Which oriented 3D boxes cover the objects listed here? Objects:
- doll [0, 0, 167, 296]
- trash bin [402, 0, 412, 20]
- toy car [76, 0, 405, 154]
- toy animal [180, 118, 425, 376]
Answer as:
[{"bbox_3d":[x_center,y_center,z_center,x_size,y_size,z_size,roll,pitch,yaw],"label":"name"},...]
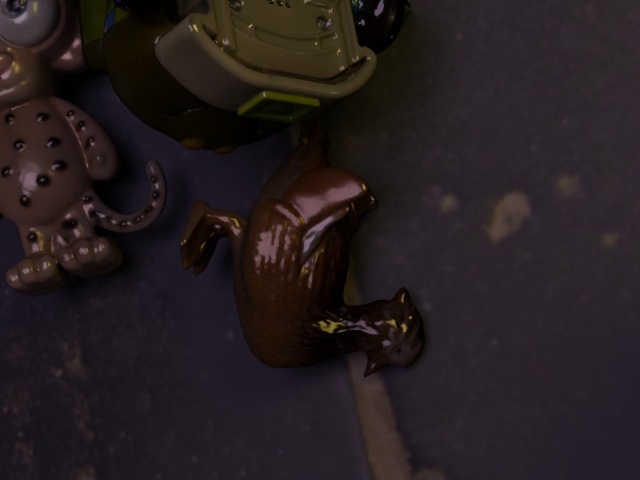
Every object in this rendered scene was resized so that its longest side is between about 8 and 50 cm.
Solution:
[{"bbox_3d":[-0.224,-0.098,1.010,0.154,0.119,0.278,-27,75,4],"label":"doll"},{"bbox_3d":[-0.016,-0.169,0.953,0.130,0.059,0.116,-40,65,15],"label":"trash bin"},{"bbox_3d":[-0.083,-0.174,0.872,0.198,0.204,0.247,-28,65,46],"label":"toy car"},{"bbox_3d":[0.000,0.000,0.906,0.179,0.089,0.188,16,87,10],"label":"toy animal"}]
